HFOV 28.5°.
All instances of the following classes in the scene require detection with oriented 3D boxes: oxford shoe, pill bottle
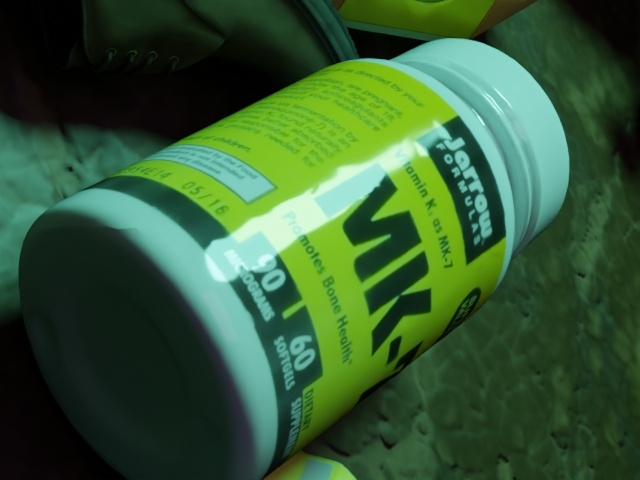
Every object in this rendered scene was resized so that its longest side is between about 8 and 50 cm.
[{"bbox_3d":[-0.070,-0.101,0.520,0.227,0.083,0.096,35,82,-39],"label":"oxford shoe"},{"bbox_3d":[0.000,0.000,0.487,0.208,0.119,0.119,-33,97,-40],"label":"pill bottle"}]

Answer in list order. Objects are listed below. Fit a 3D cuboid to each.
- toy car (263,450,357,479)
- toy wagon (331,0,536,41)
[{"bbox_3d":[0.037,0.194,0.501,0.239,0.053,0.225,24,58,-35],"label":"toy car"},{"bbox_3d":[0.100,-0.241,0.552,0.267,0.344,0.068,0,45,-44],"label":"toy wagon"}]
